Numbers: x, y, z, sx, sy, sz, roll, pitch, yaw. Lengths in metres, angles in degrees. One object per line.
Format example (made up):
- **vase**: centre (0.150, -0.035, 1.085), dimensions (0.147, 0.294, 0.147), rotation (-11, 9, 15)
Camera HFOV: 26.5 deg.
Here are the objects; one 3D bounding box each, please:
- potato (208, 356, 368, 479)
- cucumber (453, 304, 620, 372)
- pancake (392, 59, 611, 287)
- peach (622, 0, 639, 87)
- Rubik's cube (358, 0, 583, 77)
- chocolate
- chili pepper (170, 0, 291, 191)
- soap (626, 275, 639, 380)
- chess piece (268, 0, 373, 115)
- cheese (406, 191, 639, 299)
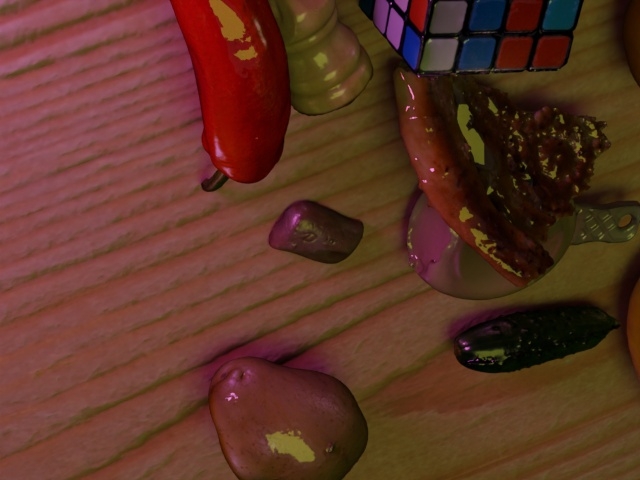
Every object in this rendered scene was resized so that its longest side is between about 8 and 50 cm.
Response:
- **potato**: centre (-0.042, 0.200, 1.490), dimensions (0.157, 0.157, 0.194), rotation (-41, 118, 8)
- **cucumber**: centre (0.259, 0.115, 1.610), dimensions (0.227, 0.069, 0.069), rotation (-9, 128, -24)
- **pancake**: centre (0.202, -0.089, 1.375), dimensions (0.244, 0.057, 0.266), rotation (-24, 101, -25)
- **peach**: centre (0.394, -0.222, 1.393), dimensions (0.179, 0.103, 0.179), rotation (-11, 125, -16)
- **Rubik's cube**: centre (0.137, -0.249, 1.220), dimensions (0.155, 0.151, 0.154), rotation (-6, 125, -22)
- **chocolate**: centre (0.000, 0.000, 1.422), dimensions (0.100, 0.031, 0.064), rotation (21, 118, -37)
- **chili pepper**: centre (-0.088, -0.173, 1.191), dimensions (0.092, 0.137, 0.368), rotation (-34, 135, -28)
- **soap**: centre (0.547, 0.127, 1.705), dimensions (0.306, 0.115, 0.427), rotation (-28, 122, 5)
- **chess piece**: centre (-0.029, -0.212, 1.212), dimensions (0.090, 0.090, 0.200), rotation (-32, 129, 0)
- **cheese**: centre (0.233, -0.017, 1.490), dimensions (0.286, 0.082, 0.163), rotation (-7, 128, -24)
